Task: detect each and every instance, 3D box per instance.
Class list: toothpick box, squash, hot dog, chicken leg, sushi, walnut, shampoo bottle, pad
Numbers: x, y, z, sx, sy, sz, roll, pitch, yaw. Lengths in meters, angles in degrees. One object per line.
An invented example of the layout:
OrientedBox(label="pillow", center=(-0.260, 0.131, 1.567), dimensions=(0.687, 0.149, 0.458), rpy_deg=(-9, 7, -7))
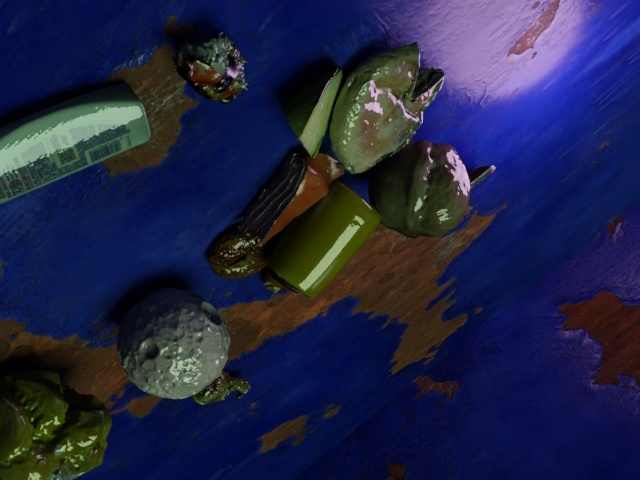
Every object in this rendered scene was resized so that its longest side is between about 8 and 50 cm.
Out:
OrientedBox(label="toothpick box", center=(0.000, 0.000, 1.984), dimensions=(0.271, 0.175, 0.175), rpy_deg=(-53, 152, 0))
OrientedBox(label="squash", center=(-0.025, -0.276, 1.709), dimensions=(0.192, 0.085, 0.184), rpy_deg=(50, 64, -80))
OrientedBox(label="hot dog", center=(-0.075, 0.061, 2.143), dimensions=(0.123, 0.093, 0.261), rpy_deg=(-24, 150, -30))
OrientedBox(label="chicken leg", center=(-0.284, 0.429, 2.490), dimensions=(0.228, 0.088, 0.103), rpy_deg=(2, 121, -46))
OrientedBox(label="sushi", center=(-0.185, -0.301, 1.452), dimensions=(0.103, 0.097, 0.226), rpy_deg=(-34, 168, 7))
OrientedBox(label="walnut", center=(0.240, -0.121, 2.052), dimensions=(0.248, 0.248, 0.248), rpy_deg=(-28, 152, -17))
OrientedBox(label="shampoo bottle", center=(-0.462, -0.151, 1.385), dimensions=(0.359, 0.078, 0.134), rpy_deg=(-26, 148, -18))
OrientedBox(label="pad", center=(0.340, -0.112, 2.294), dimensions=(0.284, 0.018, 0.286), rpy_deg=(-38, -179, 3))

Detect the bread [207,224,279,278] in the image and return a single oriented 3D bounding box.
OrientedBox(label="bread", center=(-0.179, 0.029, 2.010), dimensions=(0.193, 0.064, 0.193), rpy_deg=(-25, 152, -14))

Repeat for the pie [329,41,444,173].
OrientedBox(label="pie", center=(0.136, -0.286, 1.845), dimensions=(0.337, 0.075, 0.337), rpy_deg=(-34, 152, -21))

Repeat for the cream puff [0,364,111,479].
OrientedBox(label="cream puff", center=(-0.660, 0.423, 1.892), dimensions=(0.378, 0.275, 0.378), rpy_deg=(-17, 176, -1))

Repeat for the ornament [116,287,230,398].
OrientedBox(label="ornament", center=(-0.330, 0.233, 1.945), dimensions=(0.225, 0.259, 0.259), rpy_deg=(-40, 153, 17))

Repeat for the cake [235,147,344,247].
OrientedBox(label="cake", center=(-0.084, -0.099, 1.887), dimensions=(0.287, 0.098, 0.135), rpy_deg=(-43, 154, 3))
